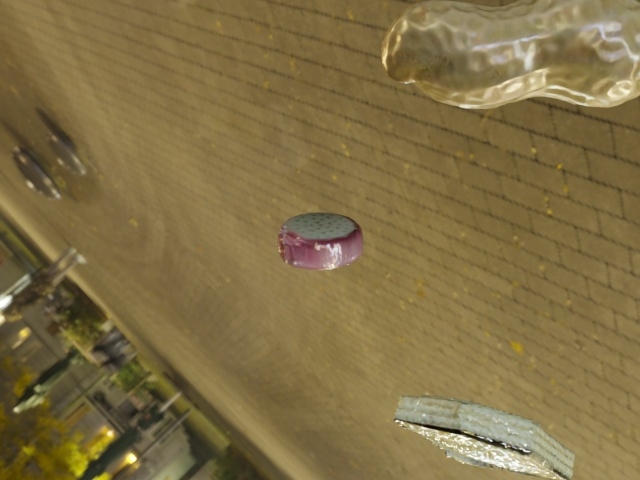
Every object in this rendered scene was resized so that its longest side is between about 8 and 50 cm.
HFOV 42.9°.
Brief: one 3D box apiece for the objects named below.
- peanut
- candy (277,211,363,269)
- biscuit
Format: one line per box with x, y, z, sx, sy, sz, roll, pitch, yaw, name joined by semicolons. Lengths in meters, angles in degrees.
0.214;-0.209;0.874;0.299;0.136;0.120;-1;157;9;peanut
0.000;0.000;0.963;0.103;0.103;0.043;27;123;48;candy
0.203;0.238;0.987;0.150;0.052;0.252;1;158;34;biscuit
